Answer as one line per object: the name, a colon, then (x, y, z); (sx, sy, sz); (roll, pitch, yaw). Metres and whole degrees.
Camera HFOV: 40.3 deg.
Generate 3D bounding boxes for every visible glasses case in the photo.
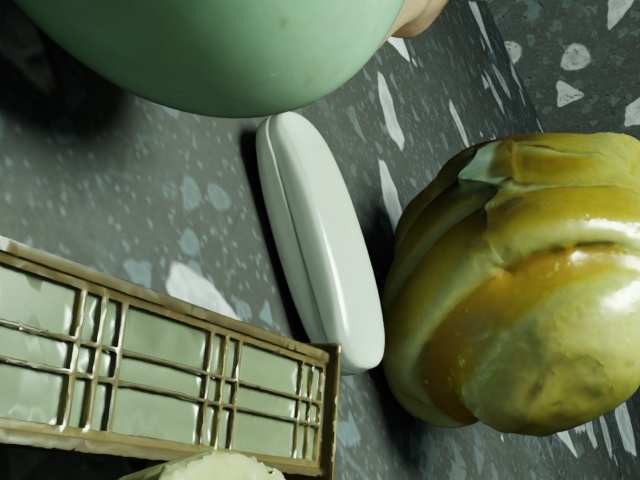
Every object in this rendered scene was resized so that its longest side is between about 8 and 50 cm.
glasses case: (0.000, 0.000, 0.746); (0.092, 0.059, 0.234); (8, 63, -62)

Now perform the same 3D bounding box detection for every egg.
egg: (-0.091, -0.253, 0.492); (0.389, 0.276, 0.276); (58, 24, -13)

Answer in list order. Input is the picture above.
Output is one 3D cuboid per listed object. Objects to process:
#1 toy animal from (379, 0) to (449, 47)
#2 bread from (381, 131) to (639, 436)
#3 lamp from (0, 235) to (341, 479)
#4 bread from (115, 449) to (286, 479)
toy animal: (0.026, -0.235, 0.769); (0.166, 0.250, 0.154); (55, 10, -28)
bread: (0.191, 0.028, 0.853); (0.210, 0.300, 0.341); (58, 29, -19)
lamp: (-0.102, 0.063, 0.401); (0.325, 0.089, 0.090); (31, 59, -56)
bread: (-0.076, 0.162, 0.330); (0.148, 0.141, 0.134); (38, 33, -52)
